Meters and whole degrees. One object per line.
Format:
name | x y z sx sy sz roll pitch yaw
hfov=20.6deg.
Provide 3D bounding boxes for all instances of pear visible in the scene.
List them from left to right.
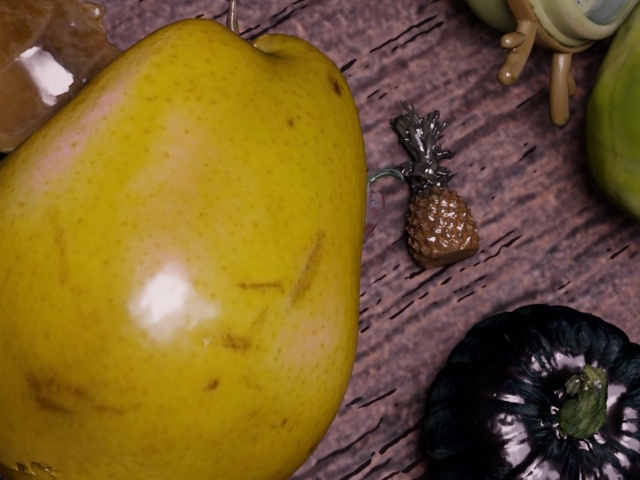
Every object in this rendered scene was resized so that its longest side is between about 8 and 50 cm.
pear | -0.101 0.023 1.144 0.285 0.285 0.336 29 62 -15

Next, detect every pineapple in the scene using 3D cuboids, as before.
pineapple | 0.081 -0.043 1.333 0.058 0.058 0.124 -10 74 -20

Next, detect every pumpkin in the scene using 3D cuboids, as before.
pumpkin | 0.170 0.142 1.295 0.194 0.150 0.194 -1 102 -6

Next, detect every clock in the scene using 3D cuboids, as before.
clock | 0.173 -0.248 1.305 0.235 0.096 0.308 24 75 -58

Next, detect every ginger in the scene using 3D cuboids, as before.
ginger | -0.224 -0.173 1.216 0.131 0.086 0.294 -27 90 -1

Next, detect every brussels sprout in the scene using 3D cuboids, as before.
brussels sprout | 0.287 -0.107 1.330 0.223 0.161 0.223 -14 109 -44

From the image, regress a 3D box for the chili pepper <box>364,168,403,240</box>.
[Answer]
chili pepper | 0.000 0.000 1.298 0.050 0.041 0.153 40 89 9
